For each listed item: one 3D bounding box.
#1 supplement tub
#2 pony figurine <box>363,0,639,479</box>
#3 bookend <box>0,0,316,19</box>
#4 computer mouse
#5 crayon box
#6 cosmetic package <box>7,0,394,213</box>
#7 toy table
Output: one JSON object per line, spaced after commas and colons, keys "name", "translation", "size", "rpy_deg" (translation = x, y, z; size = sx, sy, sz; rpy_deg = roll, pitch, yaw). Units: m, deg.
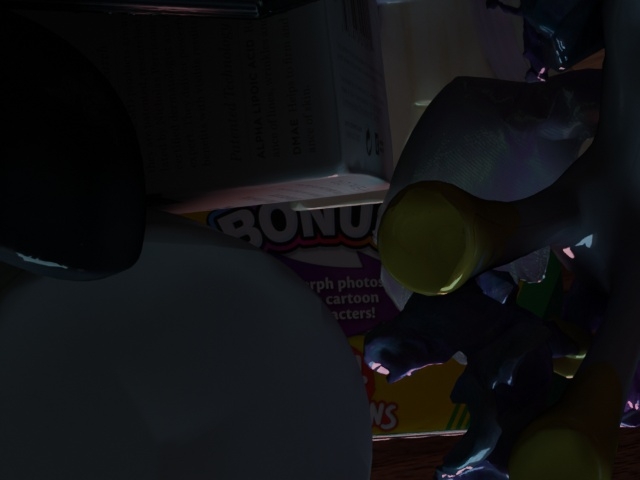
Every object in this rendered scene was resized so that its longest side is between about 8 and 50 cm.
{"name": "supplement tub", "translation": [-0.128, 0.109, 0.786], "size": [0.241, 0.241, 0.331], "rpy_deg": [-6, 176, -22]}
{"name": "pony figurine", "translation": [0.152, -0.020, 0.659], "size": [0.302, 0.351, 0.363], "rpy_deg": [26, -154, 18]}
{"name": "bookend", "translation": [-0.037, -0.143, 0.576], "size": [0.156, 0.072, 0.157], "rpy_deg": [-5, 178, -43]}
{"name": "computer mouse", "translation": [-0.176, -0.083, 0.607], "size": [0.272, 0.072, 0.188], "rpy_deg": [35, -163, 17]}
{"name": "crayon box", "translation": [0.000, 0.000, 1.103], "size": [0.362, 0.313, 0.106], "rpy_deg": [-2, 170, -13]}
{"name": "cosmetic package", "translation": [-0.066, -0.095, 0.799], "size": [0.183, 0.152, 0.151], "rpy_deg": [-7, 177, 14]}
{"name": "toy table", "translation": [0.095, -0.110, 0.942], "size": [0.252, 0.161, 0.274], "rpy_deg": [-6, 180, -4]}
